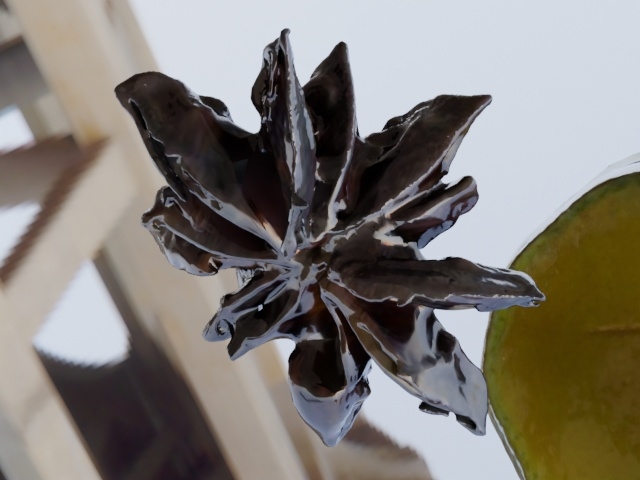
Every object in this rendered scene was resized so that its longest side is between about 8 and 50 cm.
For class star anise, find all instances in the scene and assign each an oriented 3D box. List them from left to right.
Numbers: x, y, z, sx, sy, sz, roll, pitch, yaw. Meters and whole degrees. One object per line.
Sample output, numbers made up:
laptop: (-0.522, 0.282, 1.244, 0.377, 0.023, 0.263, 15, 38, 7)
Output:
star anise: (0.004, -0.001, 1.095, 0.212, 0.283, 0.129, -44, -176, 31)

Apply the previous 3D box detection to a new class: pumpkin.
pumpkin: (0.273, 0.079, 1.374, 0.332, 0.332, 0.199, -12, 172, 16)
